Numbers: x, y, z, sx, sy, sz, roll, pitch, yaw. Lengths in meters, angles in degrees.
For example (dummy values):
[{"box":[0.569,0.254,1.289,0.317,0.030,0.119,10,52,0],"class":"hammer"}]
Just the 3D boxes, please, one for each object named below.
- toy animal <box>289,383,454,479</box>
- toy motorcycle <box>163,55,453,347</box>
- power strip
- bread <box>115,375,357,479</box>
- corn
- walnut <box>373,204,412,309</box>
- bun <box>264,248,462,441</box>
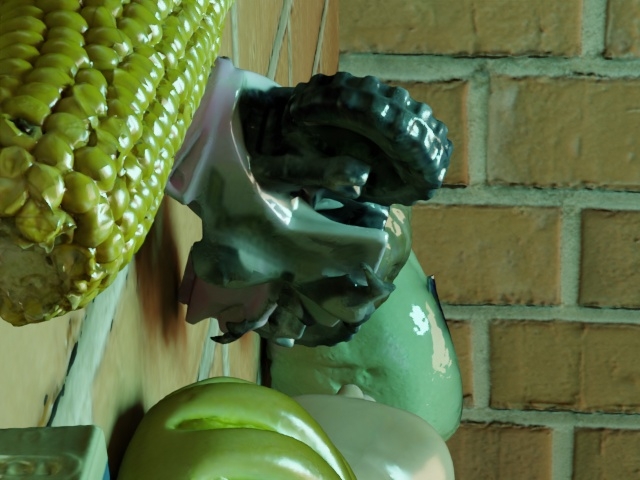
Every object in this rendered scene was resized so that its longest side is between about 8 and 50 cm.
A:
[{"box":[0.007,0.274,1.425,0.269,0.237,0.326,67,27,-58],"class":"toy animal"},{"box":[-0.037,-0.022,1.070,0.327,0.188,0.143,115,-9,-62],"class":"toy motorcycle"},{"box":[-0.113,0.110,0.612,0.123,0.056,0.032,-83,172,-62],"class":"power strip"},{"box":[-0.038,0.229,1.003,0.333,0.160,0.333,-1,90,-87],"class":"bread"},{"box":[-0.085,-0.076,0.648,0.293,0.106,0.106,-84,174,-52],"class":"corn"},{"box":[0.002,0.000,1.561,0.230,0.178,0.178,93,0,-59],"class":"walnut"},{"box":[0.026,0.107,1.815,0.293,0.187,0.293,162,-90,-78],"class":"bun"}]
